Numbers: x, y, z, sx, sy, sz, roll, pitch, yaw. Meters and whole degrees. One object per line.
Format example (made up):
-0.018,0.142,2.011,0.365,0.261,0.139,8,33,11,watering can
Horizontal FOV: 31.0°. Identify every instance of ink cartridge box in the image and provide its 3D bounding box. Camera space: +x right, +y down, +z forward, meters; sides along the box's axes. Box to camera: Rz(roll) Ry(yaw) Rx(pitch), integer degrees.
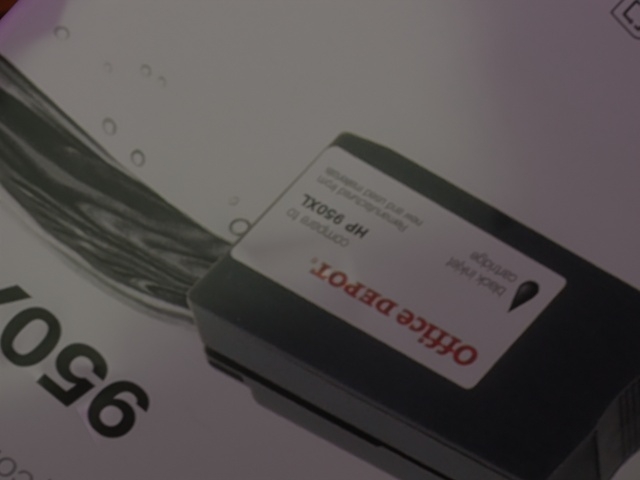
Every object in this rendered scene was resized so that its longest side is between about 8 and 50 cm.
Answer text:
0.000,0.000,0.454,0.285,0.166,0.395,42,95,-15,ink cartridge box
